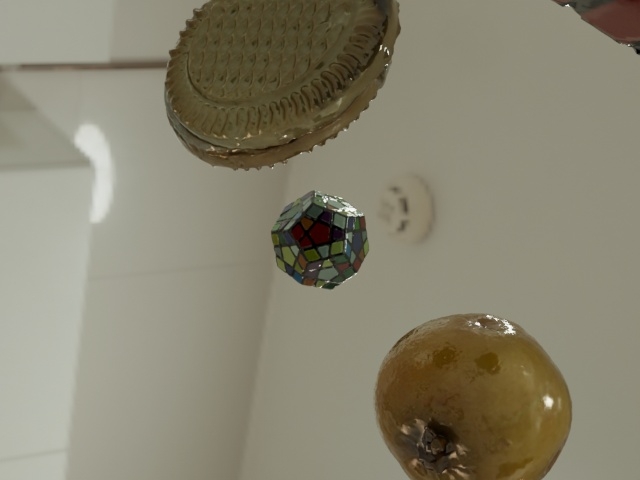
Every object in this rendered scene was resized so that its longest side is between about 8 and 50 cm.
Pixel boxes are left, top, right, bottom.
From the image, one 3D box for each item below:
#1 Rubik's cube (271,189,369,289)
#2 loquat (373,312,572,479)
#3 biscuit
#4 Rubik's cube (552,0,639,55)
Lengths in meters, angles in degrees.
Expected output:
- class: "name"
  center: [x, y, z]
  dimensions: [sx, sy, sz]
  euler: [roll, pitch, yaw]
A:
- class: "Rubik's cube"
  center: [0.000, 0.000, 1.942]
  dimensions: [0.112, 0.133, 0.133]
  euler: [1, -83, 25]
- class: "loquat"
  center: [0.159, 0.179, 1.538]
  dimensions: [0.208, 0.208, 0.208]
  euler: [13, -74, 57]
- class: "biscuit"
  center: [-0.040, -0.177, 1.403]
  dimensions: [0.259, 0.259, 0.079]
  euler: [46, -7, 45]
- class: "Rubik's cube"
  center: [0.336, -0.305, 1.166]
  dimensions: [0.288, 0.283, 0.293]
  euler: [-66, -160, -12]
